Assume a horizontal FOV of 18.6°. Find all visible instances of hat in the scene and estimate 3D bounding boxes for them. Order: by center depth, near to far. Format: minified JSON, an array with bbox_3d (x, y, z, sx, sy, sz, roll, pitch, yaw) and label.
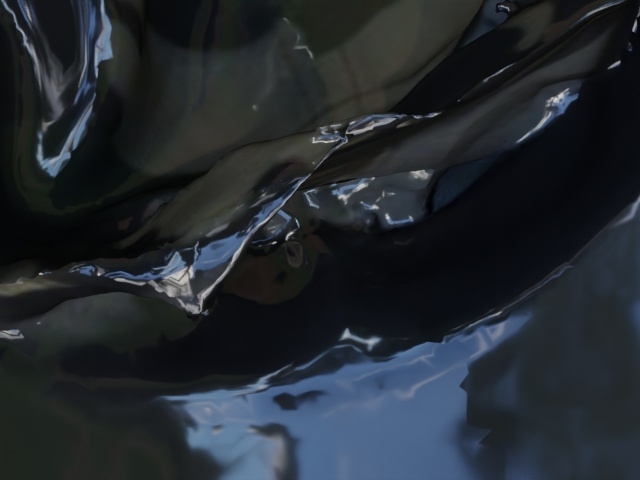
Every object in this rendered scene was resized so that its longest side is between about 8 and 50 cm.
[{"bbox_3d":[0.000,0.000,0.521,0.257,0.366,0.382,-94,-5,-72],"label":"hat"}]
